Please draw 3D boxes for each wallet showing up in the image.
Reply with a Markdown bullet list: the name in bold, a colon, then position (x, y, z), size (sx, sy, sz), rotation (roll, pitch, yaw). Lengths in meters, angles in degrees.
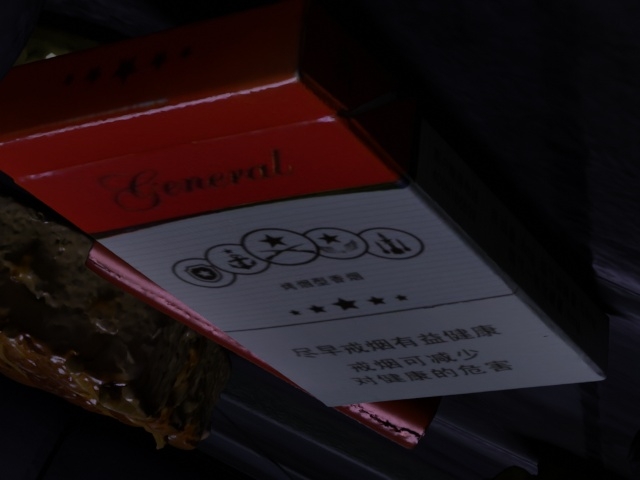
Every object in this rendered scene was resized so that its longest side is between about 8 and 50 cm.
- **wallet**: position (-0.030, 0.042, 0.882), size (0.204, 0.045, 0.142), rotation (29, -176, -2)

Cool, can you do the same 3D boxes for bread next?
- **bread**: position (-0.175, 0.074, 1.208), size (0.185, 0.114, 0.274), rotation (26, 170, 11)

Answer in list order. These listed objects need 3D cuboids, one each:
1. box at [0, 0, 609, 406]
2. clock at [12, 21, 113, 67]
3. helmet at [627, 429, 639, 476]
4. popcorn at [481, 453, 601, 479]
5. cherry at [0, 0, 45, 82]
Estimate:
- **box**: position (0.000, 0.000, 0.583), size (0.139, 0.035, 0.245), rotation (-9, 148, 32)
- **clock**: position (-0.062, -0.017, 0.719), size (0.237, 0.057, 0.237), rotation (28, 167, 7)
- **helmet**: position (0.215, 0.163, 0.608), size (0.279, 0.160, 0.230), rotation (36, 167, -37)
- **popcorn**: position (0.142, 0.195, 0.997), size (0.106, 0.116, 0.121), rotation (54, 157, -24)
- **cherry**: position (-0.156, -0.084, 0.306), size (0.183, 0.213, 0.266), rotation (59, 146, 19)
